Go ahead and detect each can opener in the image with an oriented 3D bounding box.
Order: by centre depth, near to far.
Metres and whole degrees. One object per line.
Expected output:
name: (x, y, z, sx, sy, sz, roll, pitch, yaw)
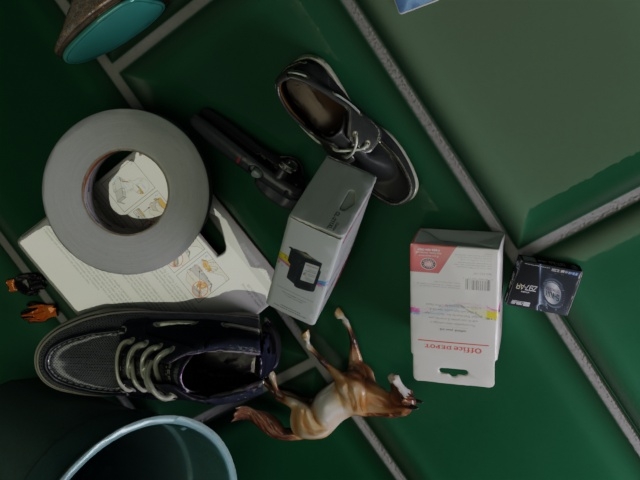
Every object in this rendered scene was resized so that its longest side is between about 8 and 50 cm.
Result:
can opener: (-0.096, -0.111, 1.220, 0.186, 0.059, 0.073, 38, 118, -1)

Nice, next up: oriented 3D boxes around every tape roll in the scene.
tape roll: (-0.256, -0.067, 1.237, 0.219, 0.072, 0.219, 0, 97, -3)

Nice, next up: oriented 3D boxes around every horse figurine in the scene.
horse figurine: (-0.001, 0.219, 1.324, 0.263, 0.066, 0.174, -35, 92, 24)

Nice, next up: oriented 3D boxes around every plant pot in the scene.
plant pot: (-0.352, 0.361, 1.319, 0.334, 0.341, 0.341, 16, 119, 43)

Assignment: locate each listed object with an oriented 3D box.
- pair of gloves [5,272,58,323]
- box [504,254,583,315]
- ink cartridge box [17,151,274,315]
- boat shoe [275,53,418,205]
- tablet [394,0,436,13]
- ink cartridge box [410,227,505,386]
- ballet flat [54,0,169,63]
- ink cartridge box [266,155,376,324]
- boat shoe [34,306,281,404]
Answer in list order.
pair of gloves: (-0.450, 0.090, 1.440, 0.074, 0.010, 0.083, -12, 105, 23)
box: (0.285, 0.057, 1.181, 0.083, 0.018, 0.067, 11, 115, -5)
ink cartridge box: (-0.234, 0.034, 1.320, 0.261, 0.066, 0.296, -38, 98, 2)
boat shoe: (0.031, -0.129, 1.164, 0.084, 0.079, 0.233, -38, 98, 25)
tablet: (0.105, -0.319, 1.102, 0.054, 0.006, 0.083, -16, 105, 23)
ink cartridge box: (0.180, 0.089, 1.212, 0.115, 0.067, 0.198, 4, 111, 16)
ballet flat: (-0.222, -0.340, 1.156, 0.316, 0.107, 0.106, -28, 81, 20)
ink cartridge box: (0.000, 0.000, 1.167, 0.072, 0.127, 0.175, 24, 137, 7)
boat shoe: (-0.223, 0.157, 1.223, 0.340, 0.158, 0.127, -6, 96, -2)
